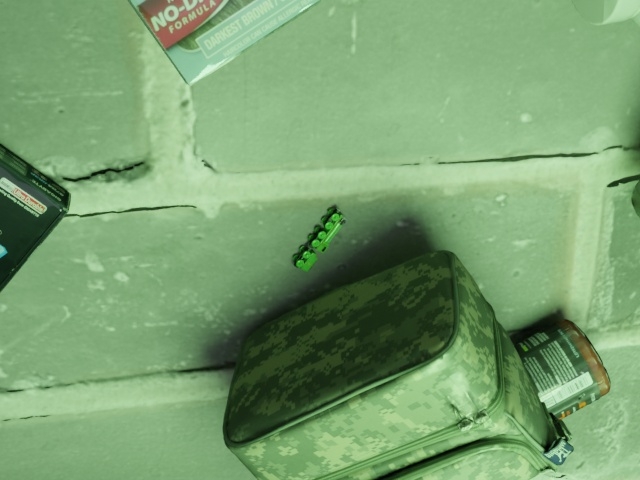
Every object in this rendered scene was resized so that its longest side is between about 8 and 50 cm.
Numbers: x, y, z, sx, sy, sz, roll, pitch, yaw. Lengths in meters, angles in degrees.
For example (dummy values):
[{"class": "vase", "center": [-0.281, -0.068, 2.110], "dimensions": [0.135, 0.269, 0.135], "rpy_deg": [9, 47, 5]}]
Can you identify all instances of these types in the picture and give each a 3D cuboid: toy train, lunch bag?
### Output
[{"class": "toy train", "center": [0.000, 0.000, 0.986], "dimensions": [0.023, 0.017, 0.083], "rpy_deg": [30, 104, -33]}, {"class": "lunch bag", "center": [0.086, 0.192, 0.953], "dimensions": [0.305, 0.213, 0.256], "rpy_deg": [-27, 118, 17]}]

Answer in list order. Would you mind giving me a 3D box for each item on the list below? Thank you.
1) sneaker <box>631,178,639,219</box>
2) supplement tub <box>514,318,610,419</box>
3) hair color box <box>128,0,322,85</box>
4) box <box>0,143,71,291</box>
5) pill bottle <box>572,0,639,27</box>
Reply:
[{"class": "sneaker", "center": [0.501, -0.160, 0.898], "dimensions": [0.158, 0.182, 0.410], "rpy_deg": [45, 130, -1]}, {"class": "supplement tub", "center": [0.244, 0.185, 1.073], "dimensions": [0.197, 0.106, 0.106], "rpy_deg": [-29, 116, 2]}, {"class": "hair color box", "center": [-0.067, -0.253, 0.659], "dimensions": [0.185, 0.374, 0.114], "rpy_deg": [-32, 116, 3]}, {"class": "box", "center": [-0.388, -0.038, 0.863], "dimensions": [0.220, 0.051, 0.175], "rpy_deg": [39, 101, -24]}, {"class": "pill bottle", "center": [0.412, -0.302, 0.852], "dimensions": [0.322, 0.181, 0.182], "rpy_deg": [-12, 115, -7]}]
